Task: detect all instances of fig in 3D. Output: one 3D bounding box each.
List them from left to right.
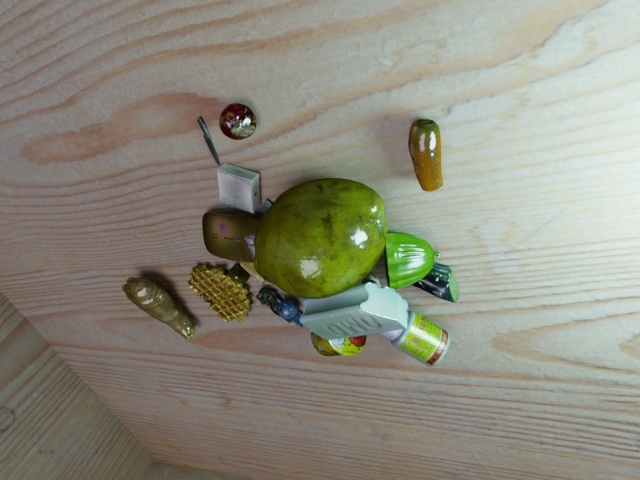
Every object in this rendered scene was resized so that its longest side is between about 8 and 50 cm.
[{"bbox_3d":[-0.307,0.132,1.788,0.073,0.074,0.088,-12,141,32],"label":"fig"}]

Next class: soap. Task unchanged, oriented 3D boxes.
[{"bbox_3d":[0.101,0.220,1.424,0.289,0.095,0.173,-16,140,31],"label":"soap"}]

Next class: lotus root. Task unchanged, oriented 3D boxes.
[{"bbox_3d":[0.275,0.050,1.403,0.186,0.186,0.186,13,132,15],"label":"lotus root"}]

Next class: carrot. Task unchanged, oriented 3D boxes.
[{"bbox_3d":[0.275,-0.217,1.216,0.087,0.087,0.194,2,128,23],"label":"carrot"}]

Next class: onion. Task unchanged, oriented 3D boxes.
[{"bbox_3d":[-0.238,-0.342,1.344,0.107,0.097,0.107,-10,123,-16],"label":"onion"}]

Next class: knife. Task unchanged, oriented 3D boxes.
[{"bbox_3d":[-0.352,-0.309,1.476,0.023,0.010,0.170,0,129,24],"label":"knife"}]

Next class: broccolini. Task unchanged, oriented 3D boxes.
[{"bbox_3d":[-0.174,0.265,1.842,0.091,0.068,0.203,-32,112,19],"label":"broccolini"}]

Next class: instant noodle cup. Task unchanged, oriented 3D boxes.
[{"bbox_3d":[0.058,0.352,1.742,0.182,0.182,0.144,41,141,-12],"label":"instant noodle cup"}]

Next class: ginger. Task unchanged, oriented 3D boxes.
[{"bbox_3d":[-0.722,0.309,2.066,0.236,0.166,0.376,-10,117,20],"label":"ginger"}]

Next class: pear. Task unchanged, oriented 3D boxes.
[{"bbox_3d":[0.000,0.000,1.348,0.413,0.352,0.352,-17,119,27],"label":"pear"}]

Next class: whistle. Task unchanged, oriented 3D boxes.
[{"bbox_3d":[-0.110,0.274,1.806,0.158,0.090,0.090,40,133,-10],"label":"whistle"}]

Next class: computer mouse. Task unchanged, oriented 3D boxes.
[{"bbox_3d":[-0.301,-0.015,1.606,0.310,0.071,0.159,9,108,31],"label":"computer mouse"}]

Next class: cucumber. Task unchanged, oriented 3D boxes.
[{"bbox_3d":[0.352,0.130,1.482,0.192,0.086,0.115,22,136,15],"label":"cucumber"}]

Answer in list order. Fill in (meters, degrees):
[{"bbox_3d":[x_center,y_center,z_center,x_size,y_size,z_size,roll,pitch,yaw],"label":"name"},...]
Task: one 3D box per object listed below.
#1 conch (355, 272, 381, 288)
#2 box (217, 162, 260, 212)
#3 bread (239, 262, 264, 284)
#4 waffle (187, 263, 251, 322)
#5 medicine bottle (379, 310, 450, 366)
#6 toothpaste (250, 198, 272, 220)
[{"bbox_3d":[0.111,0.171,1.572,0.274,0.149,0.183,-26,118,41],"label":"conch"},{"bbox_3d":[-0.266,-0.169,1.519,0.130,0.051,0.129,19,133,16],"label":"box"},{"bbox_3d":[-0.217,0.077,1.688,0.177,0.084,0.119,42,131,-12],"label":"bread"},{"bbox_3d":[-0.408,0.212,1.907,0.283,0.065,0.310,16,129,9],"label":"waffle"},{"bbox_3d":[0.321,0.324,1.612,0.225,0.139,0.139,31,134,-2],"label":"medicine bottle"},{"bbox_3d":[-0.222,-0.069,1.604,0.056,0.036,0.205,51,128,-3],"label":"toothpaste"}]
